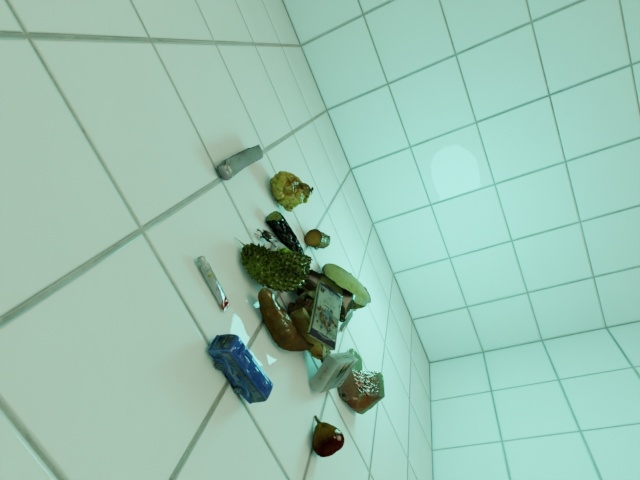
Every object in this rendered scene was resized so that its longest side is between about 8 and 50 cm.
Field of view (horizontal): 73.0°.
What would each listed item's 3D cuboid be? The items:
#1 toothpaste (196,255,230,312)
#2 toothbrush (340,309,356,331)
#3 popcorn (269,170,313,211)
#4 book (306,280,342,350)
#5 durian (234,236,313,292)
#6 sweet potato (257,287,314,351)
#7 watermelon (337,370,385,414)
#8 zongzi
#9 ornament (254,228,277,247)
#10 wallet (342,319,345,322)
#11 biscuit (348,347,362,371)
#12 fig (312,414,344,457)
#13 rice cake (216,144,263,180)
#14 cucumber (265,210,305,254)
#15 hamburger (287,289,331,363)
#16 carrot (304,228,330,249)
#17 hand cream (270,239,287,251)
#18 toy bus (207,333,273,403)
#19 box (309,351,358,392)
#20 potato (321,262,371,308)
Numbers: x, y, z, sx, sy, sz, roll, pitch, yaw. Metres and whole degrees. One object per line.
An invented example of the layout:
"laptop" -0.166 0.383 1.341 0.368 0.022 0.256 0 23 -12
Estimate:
"toothpaste" -0.324 0.132 1.315 0.048 0.031 0.190 -73 143 -64
"toothbrush" 0.157 0.420 2.356 0.375 0.028 0.037 -33 112 -70
"popcorn" -0.142 -0.224 1.963 0.194 0.163 0.140 19 27 -28
"book" 0.024 0.288 1.670 0.157 0.026 0.231 40 47 -36
"durian" -0.154 0.096 1.612 0.356 0.170 0.157 17 98 -48
"sweet potato" -0.140 0.313 1.558 0.106 0.095 0.354 -44 123 -18
"watermelon" 0.177 0.688 2.020 0.257 0.140 0.192 36 43 -37
"zongzi" -0.033 0.241 1.929 0.290 0.318 0.154 37 67 -10
"ornament" -0.219 -0.021 1.717 0.125 0.028 0.073 32 22 -52
"wallet" 0.097 0.305 2.277 0.149 0.044 0.250 59 23 -23
"biscuit" 0.176 0.655 2.183 0.121 0.041 0.199 54 28 -36
"fig" 0.015 0.740 1.618 0.153 0.119 0.118 8 -55 62
"rice cake" -0.311 -0.313 1.694 0.072 0.056 0.365 66 20 -18
"cucumber" -0.134 0.003 1.872 0.081 0.072 0.303 -87 152 -51
"hamburger" -0.029 0.338 1.737 0.155 0.246 0.282 -47 161 -42
"carrot" 0.000 0.000 2.231 0.263 0.102 0.101 22 53 -73
"hand cream" -0.179 0.084 1.711 0.079 0.048 0.255 40 31 -15
"toy bus" -0.228 0.372 1.261 0.236 0.094 0.079 63 22 -26
"box" 0.060 0.545 1.805 0.067 0.149 0.233 37 6 26
"potato" 0.110 0.248 2.178 0.299 0.116 0.239 42 30 9
